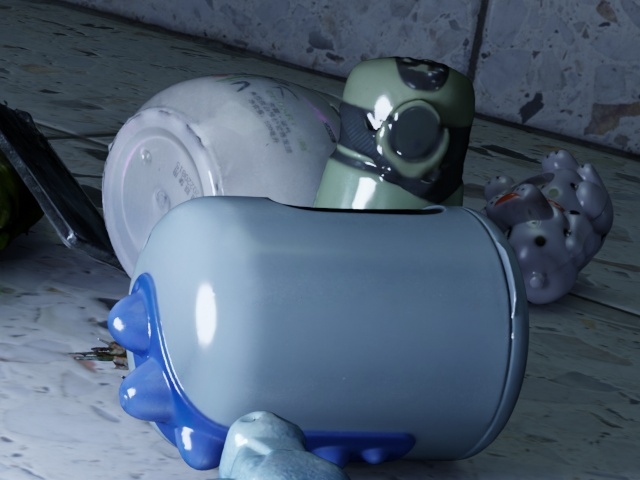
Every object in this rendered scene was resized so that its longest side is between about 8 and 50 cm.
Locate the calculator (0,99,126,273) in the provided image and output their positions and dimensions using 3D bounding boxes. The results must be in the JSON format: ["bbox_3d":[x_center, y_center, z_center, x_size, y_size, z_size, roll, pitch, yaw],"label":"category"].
[{"bbox_3d":[-0.320,-0.074,2.064,0.262,0.021,0.161,52,9,25],"label":"calculator"}]

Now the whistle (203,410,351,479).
[{"bbox_3d":[-0.014,0.207,1.309,0.180,0.093,0.269,6,14,-27],"label":"whistle"}]

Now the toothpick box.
[{"bbox_3d":[-0.017,0.089,1.549,0.354,0.263,0.263,4,14,-25],"label":"toothpick box"}]

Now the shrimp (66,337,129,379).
[{"bbox_3d":[-0.135,0.111,1.683,0.232,0.079,0.090,0,54,-30],"label":"shrimp"}]

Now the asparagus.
[{"bbox_3d":[-0.388,-0.054,2.091,0.108,0.128,0.382,-14,9,7],"label":"asparagus"}]

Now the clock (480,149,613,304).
[{"bbox_3d":[0.293,0.000,2.354,0.188,0.189,0.254,13,20,11],"label":"clock"}]

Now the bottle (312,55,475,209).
[{"bbox_3d":[0.067,-0.020,1.796,0.168,0.347,0.168,9,14,-2],"label":"bottle"}]

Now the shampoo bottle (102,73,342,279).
[{"bbox_3d":[-0.082,-0.052,1.964,0.266,0.273,0.273,-10,23,-44],"label":"shampoo bottle"}]
